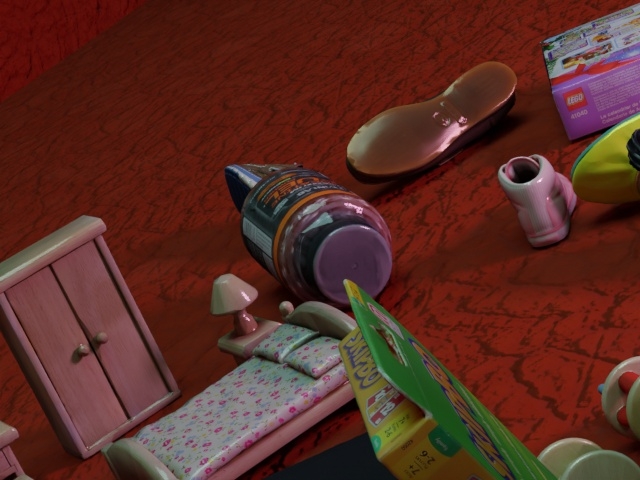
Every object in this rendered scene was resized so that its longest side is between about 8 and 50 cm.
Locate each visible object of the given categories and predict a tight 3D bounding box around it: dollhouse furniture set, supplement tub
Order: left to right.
[{"bbox_3d":[-0.136,0.102,1.166,0.303,0.174,0.355,-33,20,-23],"label":"dollhouse furniture set"},{"bbox_3d":[0.000,0.000,1.385,0.106,0.106,0.198,-28,19,-10],"label":"supplement tub"}]

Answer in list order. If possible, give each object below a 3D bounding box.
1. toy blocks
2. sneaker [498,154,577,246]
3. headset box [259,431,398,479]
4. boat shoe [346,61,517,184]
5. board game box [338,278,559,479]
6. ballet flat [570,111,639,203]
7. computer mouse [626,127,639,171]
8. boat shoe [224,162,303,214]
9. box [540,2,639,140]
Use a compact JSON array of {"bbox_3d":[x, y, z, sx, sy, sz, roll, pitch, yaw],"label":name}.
[{"bbox_3d":[0.172,0.118,0.925,0.123,0.054,0.148,-37,5,-5],"label":"toy blocks"},{"bbox_3d":[0.186,-0.050,1.347,0.051,0.070,0.134,-21,17,15],"label":"sneaker"},{"bbox_3d":[-0.031,0.230,0.746,0.283,0.131,0.246,-24,18,3],"label":"headset box"},{"bbox_3d":[0.116,-0.110,1.618,0.207,0.073,0.073,-27,-19,-18],"label":"boat shoe"},{"bbox_3d":[0.097,0.127,0.678,0.039,0.259,0.124,-41,17,6],"label":"board game box"},{"bbox_3d":[0.319,-0.083,1.280,0.231,0.077,0.077,-25,41,-8],"label":"ballet flat"},{"bbox_3d":[0.386,-0.087,1.189,0.272,0.072,0.188,-34,37,-10],"label":"computer mouse"},{"bbox_3d":[-0.040,-0.047,1.646,0.066,0.066,0.183,-26,28,-20],"label":"boat shoe"},{"bbox_3d":[0.369,-0.202,1.556,0.293,0.057,0.201,-20,18,12],"label":"box"}]
